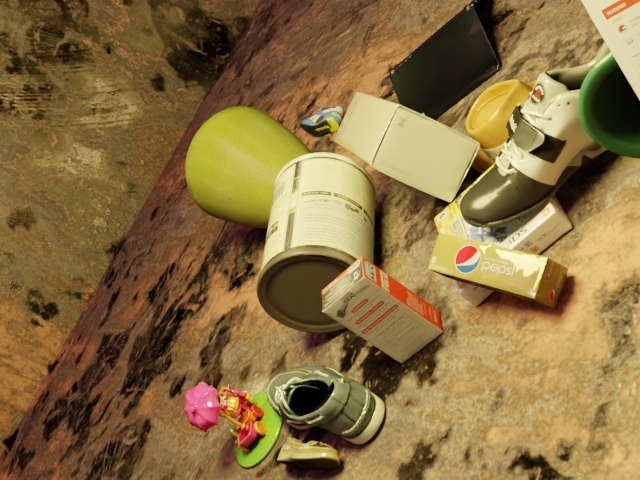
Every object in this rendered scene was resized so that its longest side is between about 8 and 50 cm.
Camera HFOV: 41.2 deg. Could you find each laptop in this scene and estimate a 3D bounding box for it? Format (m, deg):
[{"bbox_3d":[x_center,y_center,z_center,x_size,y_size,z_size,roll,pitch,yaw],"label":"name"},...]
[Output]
[{"bbox_3d":[0.272,-0.370,1.745,0.234,0.136,0.264,-36,6,35],"label":"laptop"}]

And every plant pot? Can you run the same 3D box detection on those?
[{"bbox_3d":[-0.112,-0.137,1.891,0.294,0.275,0.274,27,83,50],"label":"plant pot"}]

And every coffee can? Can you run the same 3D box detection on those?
[{"bbox_3d":[0.000,0.000,1.551,0.201,0.202,0.275,-38,30,33],"label":"coffee can"}]

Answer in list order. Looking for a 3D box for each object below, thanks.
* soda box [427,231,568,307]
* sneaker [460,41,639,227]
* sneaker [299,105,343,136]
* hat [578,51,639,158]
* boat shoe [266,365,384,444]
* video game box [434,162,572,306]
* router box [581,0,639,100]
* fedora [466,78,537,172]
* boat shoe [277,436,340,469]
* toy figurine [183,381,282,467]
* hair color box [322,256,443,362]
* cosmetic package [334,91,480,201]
[{"bbox_3d":[0.240,0.039,1.168,0.181,0.061,0.058,15,85,45],"label":"soda box"},{"bbox_3d":[0.310,-0.158,1.189,0.330,0.146,0.122,-40,31,9],"label":"sneaker"},{"bbox_3d":[0.005,-0.294,2.083,0.144,0.053,0.059,-1,59,51],"label":"sneaker"},{"bbox_3d":[0.437,-0.224,1.116,0.183,0.209,0.173,-77,8,-49],"label":"hat"},{"bbox_3d":[-0.018,0.250,1.396,0.319,0.099,0.116,2,61,61],"label":"boat shoe"},{"bbox_3d":[0.269,-0.027,1.291,0.187,0.048,0.205,-42,28,21],"label":"video game box"},{"bbox_3d":[0.478,-0.228,0.857,0.335,0.301,0.082,-25,12,47],"label":"router box"},{"bbox_3d":[0.303,-0.205,1.406,0.194,0.079,0.194,-40,29,28],"label":"fedora"},{"bbox_3d":[-0.017,0.333,1.349,0.153,0.056,0.048,-27,41,58],"label":"boat shoe"},{"bbox_3d":[-0.171,0.302,1.536,0.130,0.159,0.173,-48,25,16],"label":"toy figurine"},{"bbox_3d":[0.094,0.107,1.292,0.093,0.167,0.053,-42,28,26],"label":"hair color box"},{"bbox_3d":[0.141,-0.172,1.496,0.113,0.160,0.309,-64,14,9],"label":"cosmetic package"}]
